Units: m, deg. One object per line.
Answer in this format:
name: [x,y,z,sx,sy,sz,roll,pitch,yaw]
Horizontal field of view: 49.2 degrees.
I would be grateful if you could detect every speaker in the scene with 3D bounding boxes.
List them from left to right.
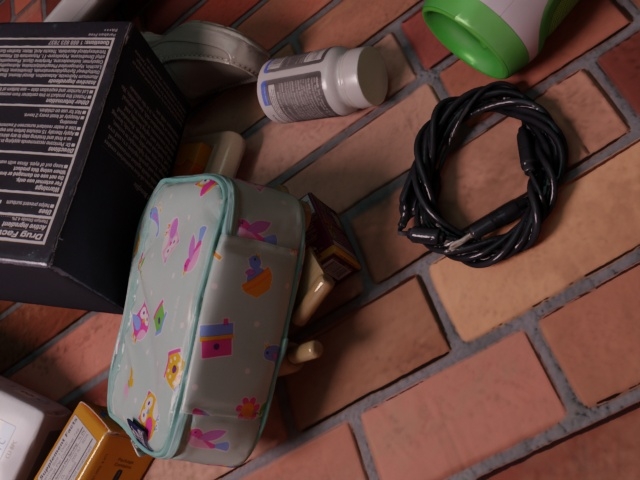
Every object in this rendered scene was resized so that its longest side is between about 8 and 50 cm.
speaker: [0.231,-0.303,0.663,0.296,0.131,0.131,-51,49,5]

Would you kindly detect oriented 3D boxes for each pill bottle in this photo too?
pill bottle: [0.002,-0.178,0.798,0.137,0.078,0.078,0,69,36]

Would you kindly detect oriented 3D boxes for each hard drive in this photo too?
hard drive: [-0.404,-0.334,1.119,0.353,0.047,0.233,-44,19,11]

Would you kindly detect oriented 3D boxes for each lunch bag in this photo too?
lunch bag: [-0.129,0.075,0.700,0.224,0.108,0.279,8,84,55]

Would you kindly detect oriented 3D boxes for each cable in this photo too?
cable: [0.154,-0.069,0.657,0.150,0.047,0.184,17,78,40]

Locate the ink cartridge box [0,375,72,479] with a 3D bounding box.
ink cartridge box: [-0.545,0.275,0.850,0.385,0.091,0.308,22,82,7]

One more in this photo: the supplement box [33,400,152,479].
supplement box: [-0.279,0.300,0.771,0.080,0.078,0.233,29,87,44]

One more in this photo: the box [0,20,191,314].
box: [-0.350,-0.085,0.827,0.296,0.183,0.294,5,68,17]

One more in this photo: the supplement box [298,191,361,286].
supplement box: [0.000,0.000,0.729,0.043,0.055,0.083,-36,51,17]

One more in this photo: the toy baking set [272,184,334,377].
toy baking set: [-0.064,0.055,0.741,0.256,0.030,0.197,-33,53,46]

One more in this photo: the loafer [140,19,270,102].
loafer: [-0.191,-0.223,0.946,0.319,0.112,0.111,9,79,46]

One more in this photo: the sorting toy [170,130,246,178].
sorting toy: [-0.199,-0.050,0.895,0.208,0.038,0.193,4,71,44]
